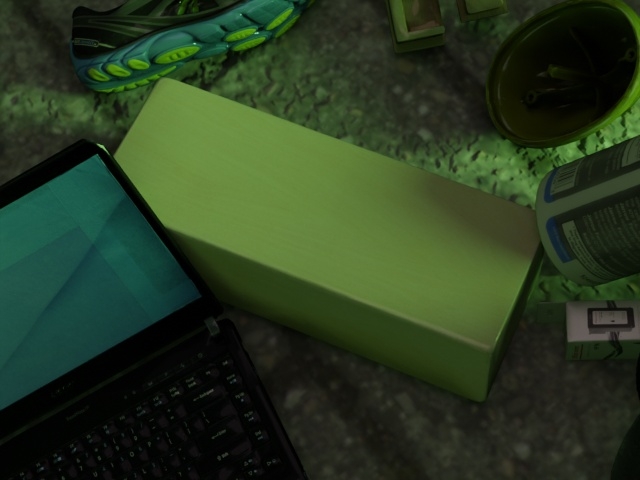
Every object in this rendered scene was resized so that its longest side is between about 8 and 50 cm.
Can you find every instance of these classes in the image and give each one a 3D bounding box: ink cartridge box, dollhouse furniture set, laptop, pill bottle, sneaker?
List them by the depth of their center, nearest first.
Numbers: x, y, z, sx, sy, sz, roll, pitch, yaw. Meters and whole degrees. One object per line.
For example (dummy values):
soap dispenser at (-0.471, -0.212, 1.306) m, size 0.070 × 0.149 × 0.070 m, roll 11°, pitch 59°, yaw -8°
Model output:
pill bottle at (0.201, -0.026, 0.883) m, size 0.137 × 0.078 × 0.078 m, roll -22°, pitch 63°, yaw 43°
laptop at (-0.158, 0.119, 0.906) m, size 0.234 × 0.136 × 0.264 m, roll -29°, pitch 70°, yaw 6°
ink cartridge box at (0.178, 0.057, 0.951) m, size 0.083 × 0.048 × 0.028 m, roll -1°, pitch 71°, yaw 7°
sneaker at (-0.087, -0.165, 1.049) m, size 0.188 × 0.067 × 0.078 m, roll -18°, pitch 76°, yaw 3°
dollhouse furniture set at (0.127, -0.225, 1.052) m, size 0.182 × 0.101 × 0.161 m, roll -10°, pitch 95°, yaw 3°

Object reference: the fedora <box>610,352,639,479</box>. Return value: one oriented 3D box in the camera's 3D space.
fedora at (0.302, 0.079, 0.848) m, size 0.334 × 0.334 × 0.152 m, roll -19°, pitch 39°, yaw 0°

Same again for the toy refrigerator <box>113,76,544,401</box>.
toy refrigerator at (0.000, 0.000, 0.970) m, size 0.269 × 0.094 × 0.102 m, roll 20°, pitch 65°, yaw 12°

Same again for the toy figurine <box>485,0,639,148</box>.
toy figurine at (0.312, -0.124, 0.961) m, size 0.362 × 0.217 × 0.191 m, roll -28°, pitch 81°, yaw 42°
